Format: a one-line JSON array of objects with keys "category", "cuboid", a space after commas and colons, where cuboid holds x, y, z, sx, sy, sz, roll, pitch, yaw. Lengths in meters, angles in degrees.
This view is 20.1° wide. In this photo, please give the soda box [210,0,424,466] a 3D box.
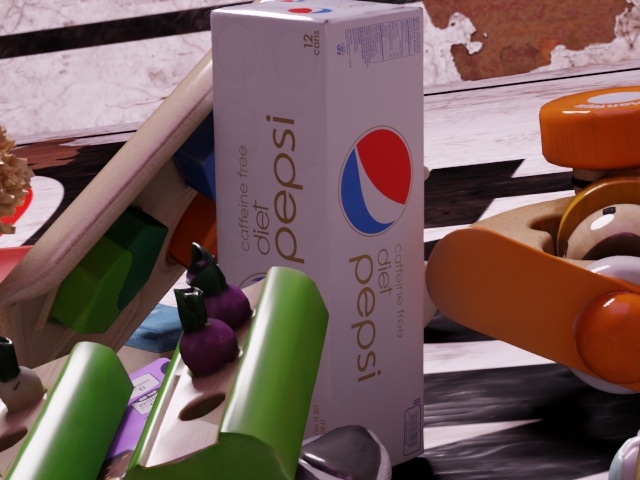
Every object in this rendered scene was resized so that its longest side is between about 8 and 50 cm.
[{"category": "soda box", "cuboid": [0.000, 0.000, 0.825, 0.074, 0.216, 0.069, 12, 19, 41]}]

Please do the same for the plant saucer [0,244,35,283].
[{"category": "plant saucer", "cuboid": [-0.306, 0.055, 1.299, 0.258, 0.047, 0.259, -5, 10, 22]}]

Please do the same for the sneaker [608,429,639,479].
[{"category": "sneaker", "cuboid": [0.168, 0.089, 0.706, 0.098, 0.038, 0.069, -13, 10, -22]}]

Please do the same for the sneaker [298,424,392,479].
[{"category": "sneaker", "cuboid": [-0.051, 0.106, 0.714, 0.229, 0.086, 0.132, 14, 17, 41]}]

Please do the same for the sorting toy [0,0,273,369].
[{"category": "sorting toy", "cuboid": [-0.110, 0.033, 0.885, 0.307, 0.041, 0.229, -51, -8, -25]}]

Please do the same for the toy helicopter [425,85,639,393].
[{"category": "toy helicopter", "cuboid": [0.209, 0.016, 0.829, 0.355, 0.140, 0.235, 4, 16, 38]}]

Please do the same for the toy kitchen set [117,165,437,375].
[{"category": "toy kitchen set", "cuboid": [-0.046, -0.009, 1.086, 0.207, 0.166, 0.122, -15, 12, -34]}]

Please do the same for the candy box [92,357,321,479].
[{"category": "candy box", "cuboid": [-0.069, 0.119, 0.484, 0.165, 0.070, 0.196, -30, 18, -14]}]

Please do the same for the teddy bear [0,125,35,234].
[{"category": "teddy bear", "cuboid": [-0.230, 0.045, 0.766, 0.338, 0.113, 0.245, -20, 18, 49]}]

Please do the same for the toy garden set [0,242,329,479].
[{"category": "toy garden set", "cuboid": [-0.126, 0.081, 0.469, 0.244, 0.049, 0.204, -21, 18, 13]}]

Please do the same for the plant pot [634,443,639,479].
[{"category": "plant pot", "cuboid": [0.151, 0.083, 0.552, 0.134, 0.134, 0.095, -10, -16, -12]}]
